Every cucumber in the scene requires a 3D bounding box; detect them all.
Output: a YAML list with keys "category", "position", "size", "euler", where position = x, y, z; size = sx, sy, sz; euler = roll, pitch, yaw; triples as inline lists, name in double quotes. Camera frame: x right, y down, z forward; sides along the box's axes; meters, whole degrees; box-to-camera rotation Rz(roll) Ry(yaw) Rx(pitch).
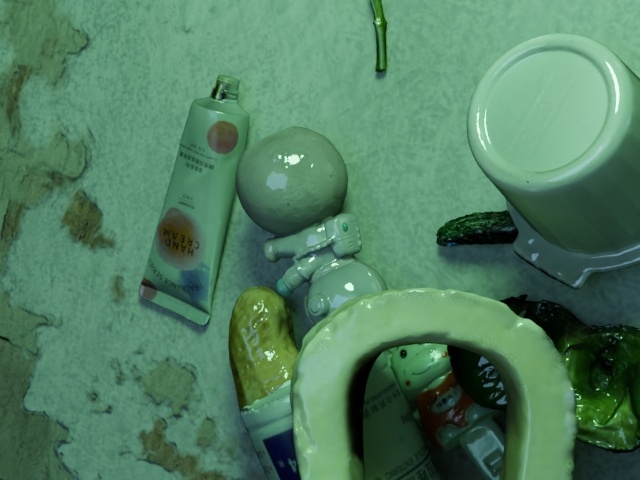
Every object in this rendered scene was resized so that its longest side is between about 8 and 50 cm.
- category: "cucumber"
  position: [0.253, -0.018, 1.527]
  size: [0.257, 0.043, 0.044]
  euler: [-5, 82, 29]

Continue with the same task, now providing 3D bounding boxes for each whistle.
- category: "whistle"
  position: [0.162, 0.195, 1.540]
  size: [0.253, 0.106, 0.102]
  euler: [56, 135, 18]

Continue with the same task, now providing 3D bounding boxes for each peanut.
- category: "peanut"
  position: [-0.061, 0.169, 1.663]
  size: [0.108, 0.095, 0.226]
  euler: [-21, 76, 30]

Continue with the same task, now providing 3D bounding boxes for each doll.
- category: "doll"
  position: [0.000, 0.000, 1.612]
  size: [0.151, 0.151, 0.287]
  euler: [-30, 79, 25]

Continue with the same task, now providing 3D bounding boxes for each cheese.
- category: "cheese"
  position: [0.112, 0.216, 1.352]
  size: [0.292, 0.153, 0.332]
  euler: [0, 87, 0]

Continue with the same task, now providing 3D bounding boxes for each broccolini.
- category: "broccolini"
  position: [0.066, -0.325, 1.635]
  size: [0.044, 0.042, 0.218]
  euler: [1, 91, 29]

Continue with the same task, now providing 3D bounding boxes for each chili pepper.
- category: "chili pepper"
  position: [0.271, 0.147, 1.474]
  size: [0.264, 0.116, 0.148]
  euler: [14, 91, 14]

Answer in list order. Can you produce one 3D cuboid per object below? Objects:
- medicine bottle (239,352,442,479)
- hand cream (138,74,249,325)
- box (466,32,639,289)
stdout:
- category: "medicine bottle"
  position: [0.054, 0.312, 1.518]
  size: [0.190, 0.190, 0.332]
  euler: [-25, 89, 26]
- category: "hand cream"
  position: [-0.167, -0.060, 1.744]
  size: [0.124, 0.078, 0.340]
  euler: [22, 104, 26]
- category: "box"
  position: [0.298, -0.106, 1.381]
  size: [0.291, 0.206, 0.262]
  euler: [-13, 68, 28]
